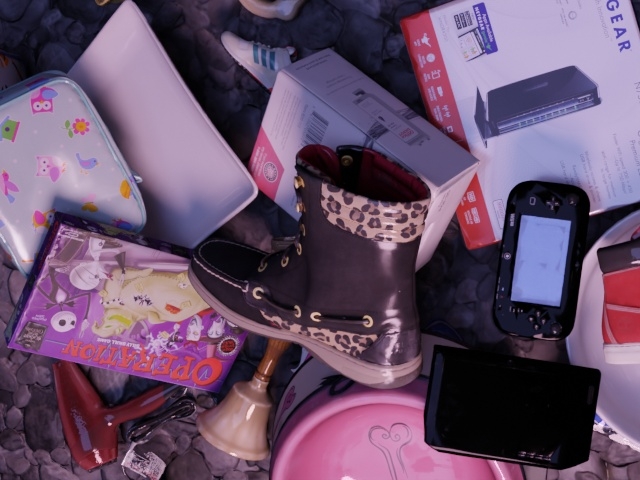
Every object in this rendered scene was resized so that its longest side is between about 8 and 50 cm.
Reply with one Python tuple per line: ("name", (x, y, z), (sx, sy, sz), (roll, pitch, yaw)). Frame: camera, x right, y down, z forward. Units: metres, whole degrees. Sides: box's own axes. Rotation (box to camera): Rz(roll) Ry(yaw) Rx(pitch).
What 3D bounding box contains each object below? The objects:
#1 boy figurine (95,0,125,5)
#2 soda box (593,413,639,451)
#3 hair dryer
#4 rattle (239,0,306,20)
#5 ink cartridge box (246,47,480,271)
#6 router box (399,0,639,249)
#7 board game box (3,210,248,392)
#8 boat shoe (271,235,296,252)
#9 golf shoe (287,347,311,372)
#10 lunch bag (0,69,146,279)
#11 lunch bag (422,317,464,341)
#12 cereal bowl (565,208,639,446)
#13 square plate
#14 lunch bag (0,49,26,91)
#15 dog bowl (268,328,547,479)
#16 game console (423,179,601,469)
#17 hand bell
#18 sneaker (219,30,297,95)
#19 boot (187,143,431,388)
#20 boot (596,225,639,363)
("boy figurine", (-0.386, -0.447, 1.703), (0.285, 0.092, 0.177), (42, 128, 14))
("soda box", (0.397, 0.239, 1.537), (0.169, 0.060, 0.053), (23, 99, 15))
("hair dryer", (-0.317, 0.282, 1.801), (0.293, 0.080, 0.223), (28, 89, 9))
("rattle", (-0.113, -0.400, 1.598), (0.199, 0.143, 0.130), (36, 123, 6))
("ink cartridge box", (0.051, -0.096, 1.531), (0.283, 0.117, 0.207), (40, 134, 18))
("router box", (0.301, -0.190, 1.506), (0.301, 0.082, 0.335), (-17, 91, 20))
("board game box", (-0.263, 0.099, 1.635), (0.208, 0.347, 0.056), (-62, 33, 19))
("boat shoe", (0.000, 0.000, 1.645), (0.170, 0.063, 0.059), (-17, 97, 21))
("golf shoe", (0.009, 0.135, 1.656), (0.086, 0.067, 0.186), (26, 105, 16))
("lunch bag", (-0.386, -0.091, 1.596), (0.224, 0.108, 0.279), (-31, 115, -15))
("lunch bag", (0.161, 0.166, 1.608), (0.067, 0.065, 0.098), (44, 108, -4))
("cereal bowl", (0.494, 0.109, 1.438), (0.339, 0.141, 0.339), (1, 93, 22))
("square plate", (-0.273, -0.131, 1.685), (0.347, 0.049, 0.344), (-38, 83, 39))
("lunch bag", (-0.535, -0.151, 1.722), (0.115, 0.243, 0.303), (4, 92, 4))
("dog bowl", (0.111, 0.336, 1.558), (0.408, 0.150, 0.408), (4, 109, 12))
("game console", (0.255, 0.103, 1.408), (0.213, 0.044, 0.361), (8, 89, 1))
("hand bell", (-0.082, 0.196, 1.667), (0.126, 0.126, 0.242), (30, 104, 13))
("sneaker", (-0.075, -0.269, 1.649), (0.161, 0.057, 0.075), (44, 91, 11))
("boot", (-0.016, 0.005, 1.464), (0.377, 0.138, 0.284), (27, 129, 30))
("boot", (0.458, 0.057, 1.332), (0.244, 0.088, 0.176), (-4, 89, 26))
